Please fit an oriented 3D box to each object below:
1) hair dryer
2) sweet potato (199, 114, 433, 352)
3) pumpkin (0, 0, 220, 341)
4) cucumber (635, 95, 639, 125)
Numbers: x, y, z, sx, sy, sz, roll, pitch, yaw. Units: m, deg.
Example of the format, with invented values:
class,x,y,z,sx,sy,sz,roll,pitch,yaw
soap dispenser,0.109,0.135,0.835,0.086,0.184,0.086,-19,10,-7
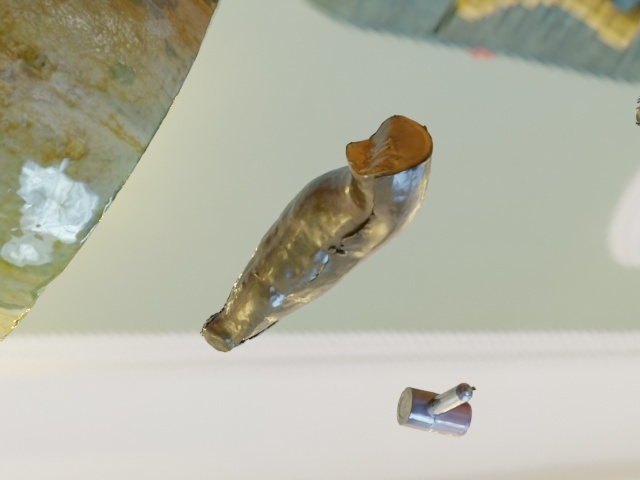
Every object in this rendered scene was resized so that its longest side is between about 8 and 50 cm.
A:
class,x,y,z,sx,sy,sz,roll,pitch,yaw
hair dryer,0.119,0.148,1.716,0.063,0.114,0.037,13,-112,-17
sweet potato,-0.004,-0.006,1.618,0.112,0.286,0.085,-12,-113,-57
pumpkin,-0.201,-0.079,1.184,0.199,0.332,0.332,34,-158,-1
cucumber,0.463,-0.091,1.831,0.325,0.145,0.105,40,171,13
